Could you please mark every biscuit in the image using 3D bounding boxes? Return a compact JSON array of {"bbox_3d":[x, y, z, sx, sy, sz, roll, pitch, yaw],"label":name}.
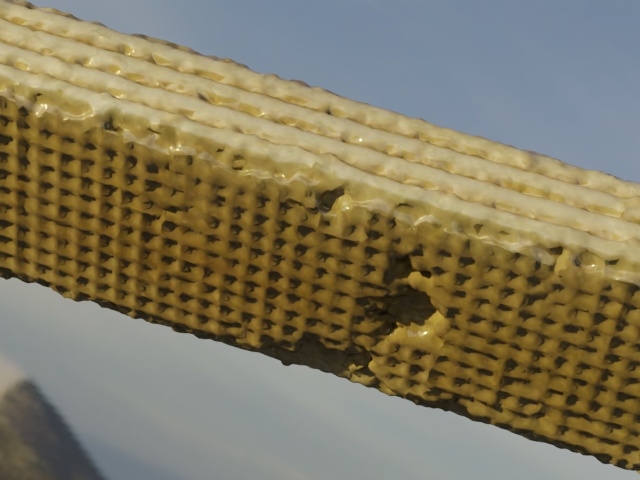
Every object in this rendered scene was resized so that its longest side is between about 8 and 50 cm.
[{"bbox_3d":[0.000,0.000,0.836,0.426,0.078,0.144,16,-49,9],"label":"biscuit"}]
